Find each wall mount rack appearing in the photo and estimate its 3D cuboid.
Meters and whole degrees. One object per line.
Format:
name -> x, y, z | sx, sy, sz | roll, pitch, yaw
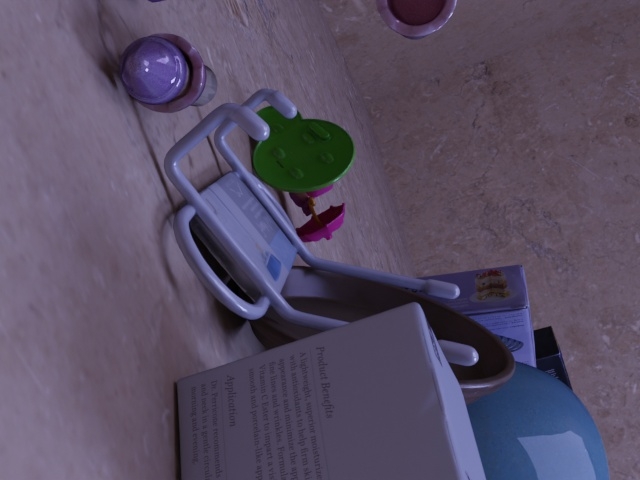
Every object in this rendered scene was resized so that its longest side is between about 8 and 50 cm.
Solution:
wall mount rack -> 0.000, 0.000, 0.827 | 0.304, 0.130, 0.350 | 50, 13, -7

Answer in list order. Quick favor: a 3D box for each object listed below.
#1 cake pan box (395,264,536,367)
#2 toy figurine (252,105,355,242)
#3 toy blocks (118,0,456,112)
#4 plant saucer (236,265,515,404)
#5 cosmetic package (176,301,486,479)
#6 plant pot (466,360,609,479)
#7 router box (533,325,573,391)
cake pan box -> 0.130, 0.137, 1.070 | 0.245, 0.267, 0.070 | 65, 20, -49
toy figurine -> -0.025, -0.072, 1.153 | 0.173, 0.130, 0.159 | 49, -20, 36
toy blocks -> -0.066, -0.280, 0.682 | 0.260, 0.289, 0.309 | -43, 116, -82
plant saucer -> 0.050, 0.091, 0.841 | 0.278, 0.278, 0.041 | -61, 167, -77
cosmetic package -> 0.016, 0.165, 0.602 | 0.151, 0.184, 0.151 | 61, 15, -47
plant pot -> 0.119, 0.242, 0.902 | 0.195, 0.290, 0.290 | 27, 38, -36
router box -> 0.286, 0.300, 1.505 | 0.081, 0.309, 0.243 | -86, 157, -58
